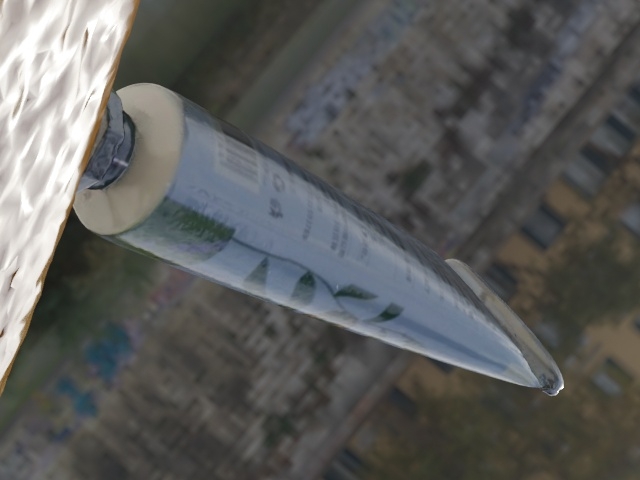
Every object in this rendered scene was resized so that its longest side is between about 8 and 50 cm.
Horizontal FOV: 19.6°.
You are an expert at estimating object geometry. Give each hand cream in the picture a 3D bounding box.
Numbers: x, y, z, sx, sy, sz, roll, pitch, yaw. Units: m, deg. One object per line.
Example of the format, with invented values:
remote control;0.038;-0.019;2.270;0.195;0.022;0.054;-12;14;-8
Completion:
hand cream;0.000;0.000;0.686;0.256;0.088;0.055;22;109;-46

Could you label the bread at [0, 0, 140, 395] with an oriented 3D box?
bread;-0.155;0.007;0.375;0.388;0.183;0.236;-63;-176;13
